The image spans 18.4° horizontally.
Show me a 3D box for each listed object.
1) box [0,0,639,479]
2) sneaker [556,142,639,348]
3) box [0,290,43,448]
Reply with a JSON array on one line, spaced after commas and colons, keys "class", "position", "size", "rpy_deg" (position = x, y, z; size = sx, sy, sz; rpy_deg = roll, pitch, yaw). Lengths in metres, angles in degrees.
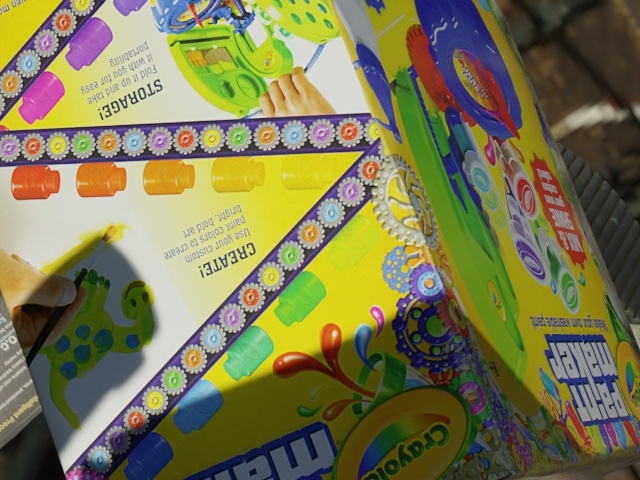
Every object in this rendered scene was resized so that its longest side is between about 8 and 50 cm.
[{"class": "box", "position": [0.000, 0.000, 0.883], "size": [0.290, 0.177, 0.279], "rpy_deg": [7, 60, -69]}, {"class": "sneaker", "position": [0.197, 0.065, 1.483], "size": [0.330, 0.146, 0.122], "rpy_deg": [51, 36, -3]}, {"class": "box", "position": [-0.218, -0.015, 1.250], "size": [0.242, 0.307, 0.076], "rpy_deg": [48, 4, -8]}]
